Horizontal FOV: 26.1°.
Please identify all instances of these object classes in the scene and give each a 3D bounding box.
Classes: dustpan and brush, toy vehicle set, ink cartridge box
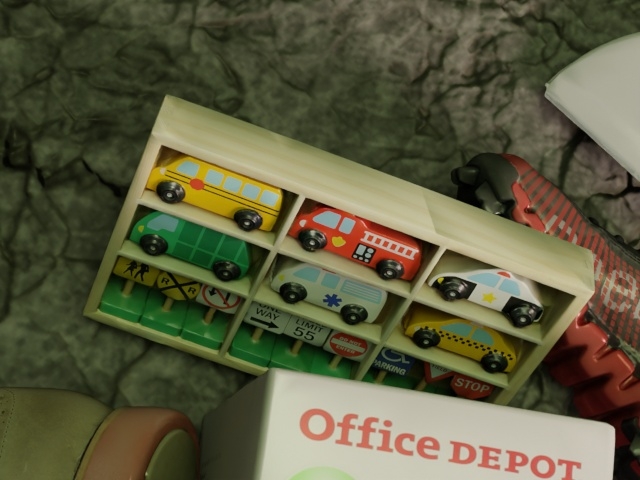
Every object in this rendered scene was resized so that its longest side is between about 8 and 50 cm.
[{"bbox_3d":[0.276,-0.116,0.995,0.211,0.060,0.147,-42,77,-13],"label":"dustpan and brush"},{"bbox_3d":[0.006,0.026,0.829,0.267,0.166,0.035,19,44,-8],"label":"toy vehicle set"},{"bbox_3d":[0.026,0.228,0.763,0.198,0.197,0.270,10,73,-11],"label":"ink cartridge box"}]

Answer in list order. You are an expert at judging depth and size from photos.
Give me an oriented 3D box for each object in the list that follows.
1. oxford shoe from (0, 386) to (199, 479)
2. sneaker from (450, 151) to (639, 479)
[{"bbox_3d":[-0.187,0.273,0.756,0.146,0.140,0.397,12,73,17],"label":"oxford shoe"},{"bbox_3d":[0.195,0.046,0.906,0.135,0.097,0.276,-35,89,-19],"label":"sneaker"}]
